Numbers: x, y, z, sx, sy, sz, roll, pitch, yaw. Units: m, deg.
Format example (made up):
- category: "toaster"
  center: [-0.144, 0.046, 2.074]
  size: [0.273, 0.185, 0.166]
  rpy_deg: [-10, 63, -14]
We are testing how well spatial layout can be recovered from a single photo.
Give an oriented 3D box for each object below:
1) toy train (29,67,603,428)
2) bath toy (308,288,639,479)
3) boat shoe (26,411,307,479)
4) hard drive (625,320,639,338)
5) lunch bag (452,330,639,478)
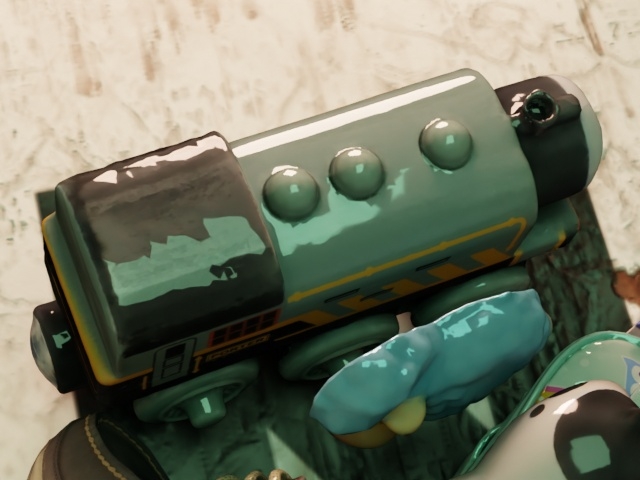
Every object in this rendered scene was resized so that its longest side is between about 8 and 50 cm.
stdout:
- category: "toy train"
  center: [0.000, 0.000, 0.777]
  size: [0.333, 0.190, 0.142]
  rpy_deg: [-17, 73, -15]
- category: "bath toy"
  center: [0.141, 0.185, 0.647]
  size: [0.151, 0.129, 0.348]
  rpy_deg: [-45, 73, 16]
- category: "boat shoe"
  center: [-0.027, 0.182, 0.661]
  size: [0.130, 0.132, 0.355]
  rpy_deg: [-45, 42, -2]
- category: "hard drive"
  center: [0.379, 0.041, 0.902]
  size: [0.318, 0.040, 0.210]
  rpy_deg: [-38, 79, -20]
- category: "lunch bag"
  center: [0.148, 0.201, 0.767]
  size: [0.224, 0.108, 0.279]
  rpy_deg: [39, 68, 6]
